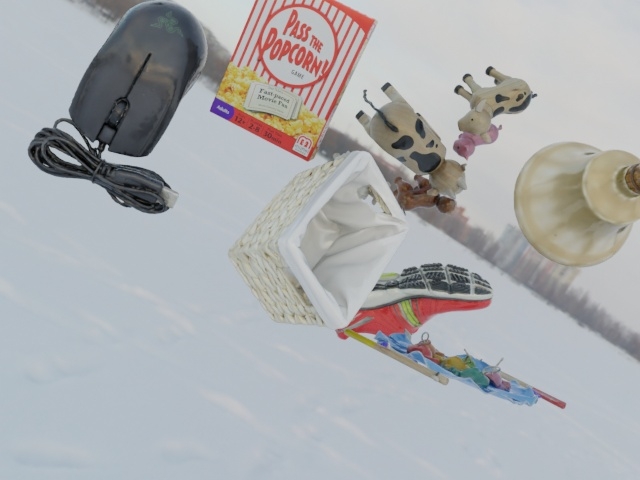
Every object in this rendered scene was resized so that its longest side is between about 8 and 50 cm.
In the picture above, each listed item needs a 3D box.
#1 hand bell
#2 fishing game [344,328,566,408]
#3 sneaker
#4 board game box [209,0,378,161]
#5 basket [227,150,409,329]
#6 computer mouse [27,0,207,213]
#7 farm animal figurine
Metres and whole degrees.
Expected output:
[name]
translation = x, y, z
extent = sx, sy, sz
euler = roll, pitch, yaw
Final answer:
[hand bell]
translation = 0.263, -0.053, 0.546
extent = 0.126, 0.126, 0.242
euler = 33, -11, -2
[fishing game]
translation = 0.151, 0.130, 0.748
extent = 0.264, 0.041, 0.189
euler = 20, 1, -39
[sneaker]
translation = 0.148, 0.113, 1.130
extent = 0.278, 0.118, 0.107
euler = -6, 21, 15
[board game box]
translation = -0.035, -0.220, 0.860
extent = 0.146, 0.194, 0.045
euler = 27, 16, 4
[basket]
translation = 0.000, 0.000, 0.710
extent = 0.103, 0.167, 0.113
euler = -9, -58, 43
[computer mouse]
translation = -0.224, -0.184, 0.844
extent = 0.188, 0.272, 0.072
euler = 24, -9, -13
[farm animal figurine]
translation = 0.211, -0.172, 1.221
extent = 0.326, 0.330, 0.172
euler = 14, 30, -33
